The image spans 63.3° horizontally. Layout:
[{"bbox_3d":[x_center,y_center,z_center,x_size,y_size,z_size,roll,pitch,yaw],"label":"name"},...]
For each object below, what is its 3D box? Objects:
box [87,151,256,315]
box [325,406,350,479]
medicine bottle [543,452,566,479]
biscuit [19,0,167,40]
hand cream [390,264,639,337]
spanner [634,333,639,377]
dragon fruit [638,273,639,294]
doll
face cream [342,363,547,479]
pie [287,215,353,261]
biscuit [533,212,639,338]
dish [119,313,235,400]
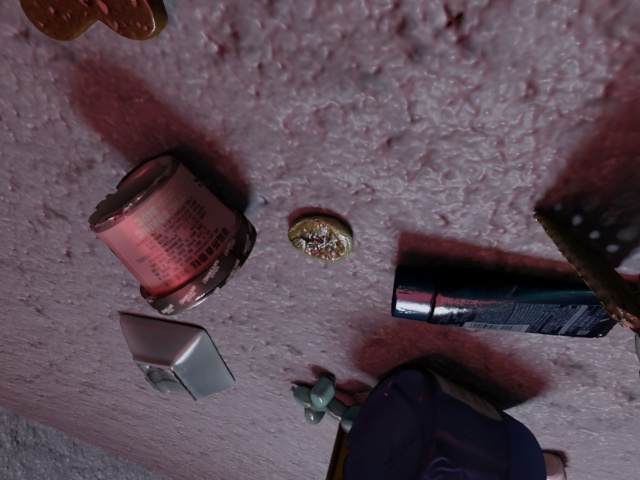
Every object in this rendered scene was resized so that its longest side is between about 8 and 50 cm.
[{"bbox_3d":[-0.173,-0.014,0.590,0.151,0.151,0.135,-16,124,37],"label":"box"},{"bbox_3d":[0.105,0.486,0.983,0.193,0.301,0.084,4,142,20],"label":"box"},{"bbox_3d":[0.446,0.450,1.004,0.052,0.052,0.089,-7,137,29],"label":"medicine bottle"},{"bbox_3d":[-0.167,-0.238,0.383,0.236,0.039,0.180,-9,134,31],"label":"biscuit"},{"bbox_3d":[0.222,0.077,0.619,0.271,0.061,0.120,7,144,7],"label":"hand cream"},{"bbox_3d":[0.443,0.156,0.634,0.096,0.040,0.325,-7,139,31],"label":"spanner"},{"bbox_3d":[0.345,-0.010,0.321,0.198,0.218,0.272,52,144,20],"label":"dragon fruit"},{"bbox_3d":[0.012,0.321,1.006,0.159,0.059,0.158,32,146,10],"label":"doll"},{"bbox_3d":[0.182,0.350,0.822,0.225,0.249,0.249,31,142,-14],"label":"face cream"},{"bbox_3d":[-0.001,-0.001,0.634,0.084,0.021,0.084,11,143,8],"label":"pie"},{"bbox_3d":[0.266,0.051,0.457,0.144,0.203,0.016,33,114,-17],"label":"biscuit"},{"bbox_3d":[-0.291,0.252,1.036,0.182,0.080,0.243,7,141,15],"label":"dish"}]
